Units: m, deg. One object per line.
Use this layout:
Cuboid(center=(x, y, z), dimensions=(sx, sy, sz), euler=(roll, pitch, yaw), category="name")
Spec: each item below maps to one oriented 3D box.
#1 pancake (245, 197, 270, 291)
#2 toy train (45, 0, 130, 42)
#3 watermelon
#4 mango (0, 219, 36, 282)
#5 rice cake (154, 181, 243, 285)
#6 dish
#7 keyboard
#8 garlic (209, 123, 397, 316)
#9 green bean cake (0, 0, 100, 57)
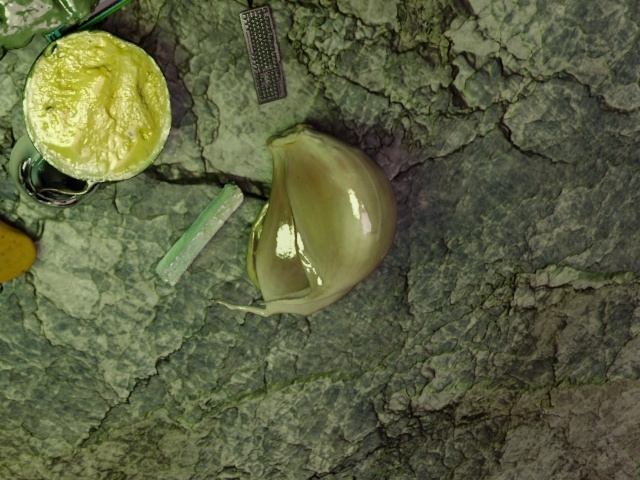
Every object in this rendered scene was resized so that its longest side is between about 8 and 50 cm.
Cuboid(center=(-0.022, 0.011, 1.415), dimensions=(0.250, 0.031, 0.250), euler=(-10, 119, -19), category="pancake")
Cuboid(center=(-0.300, -0.347, 1.099), dimensions=(0.209, 0.044, 0.042), euler=(-33, 124, -3), category="toy train")
Cuboid(center=(-0.325, -0.188, 1.120), dimensions=(0.204, 0.127, 0.232), euler=(-4, 107, -25), category="watermelon")
Cuboid(center=(-0.524, 0.008, 1.170), dimensions=(0.115, 0.090, 0.178), euler=(-50, 132, -1), category="mango")
Cuboid(center=(-0.204, -0.011, 1.319), dimensions=(0.211, 0.043, 0.034), euler=(-49, 131, 7), category="rice cake")
Cuboid(center=(-0.395, -0.099, 1.171), dimensions=(0.141, 0.078, 0.141), euler=(-10, 120, -18), category="dish")
Cuboid(center=(-0.090, -0.295, 1.237), dimensions=(0.053, 0.010, 0.155), euler=(-20, 122, -14), category="keyboard")
Cuboid(center=(0.000, 0.000, 1.269), dimensions=(0.246, 0.231, 0.339), euler=(18, 96, -24), category="garlic")
Cuboid(center=(-0.434, -0.349, 0.970), dimensions=(0.255, 0.132, 0.241), euler=(-27, 107, -7), category="green bean cake")
